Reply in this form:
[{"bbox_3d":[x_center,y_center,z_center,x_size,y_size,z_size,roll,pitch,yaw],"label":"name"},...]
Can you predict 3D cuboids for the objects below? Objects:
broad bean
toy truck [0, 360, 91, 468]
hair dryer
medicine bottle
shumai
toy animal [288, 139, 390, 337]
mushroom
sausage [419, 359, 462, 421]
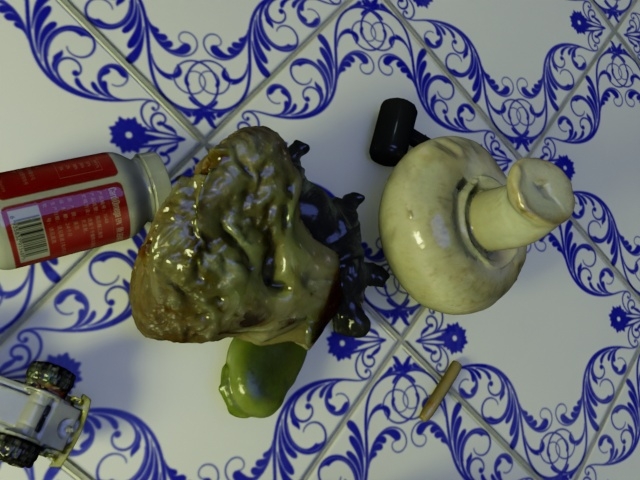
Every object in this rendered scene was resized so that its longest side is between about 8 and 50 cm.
[{"bbox_3d":[-0.093,0.199,1.017,0.124,0.082,0.174,30,59,-20],"label":"broad bean"},{"bbox_3d":[-0.445,0.200,0.819,0.286,0.111,0.136,28,60,-18],"label":"toy truck"},{"bbox_3d":[0.204,-0.166,1.240,0.248,0.070,0.114,26,69,-29],"label":"hair dryer"},{"bbox_3d":[-0.343,-0.050,0.900,0.250,0.131,0.131,-17,89,-28],"label":"medicine bottle"},{"bbox_3d":[-0.094,0.036,0.914,0.283,0.217,0.346,36,90,0],"label":"shumai"},{"bbox_3d":[0.014,-0.006,1.087,0.168,0.106,0.343,-42,104,-27],"label":"toy animal"},{"bbox_3d":[0.230,-0.032,1.099,0.315,0.356,0.315,-3,78,12],"label":"mushroom"},{"bbox_3d":[0.223,0.279,1.185,0.024,0.024,0.132,45,64,-13],"label":"sausage"}]
